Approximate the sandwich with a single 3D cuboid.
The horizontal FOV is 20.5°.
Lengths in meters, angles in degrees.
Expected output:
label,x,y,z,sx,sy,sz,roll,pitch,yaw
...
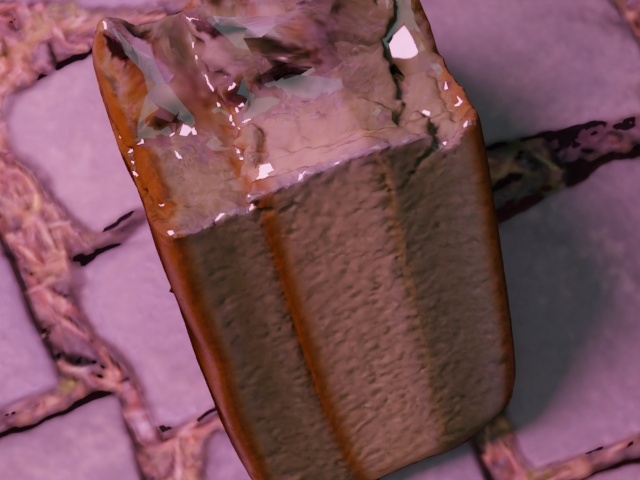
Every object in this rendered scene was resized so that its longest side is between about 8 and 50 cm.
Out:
label,x,y,z,sx,sy,sz,roll,pitch,yaw
sandwich,0.001,0.000,0.829,0.155,0.198,0.227,-20,82,-4
